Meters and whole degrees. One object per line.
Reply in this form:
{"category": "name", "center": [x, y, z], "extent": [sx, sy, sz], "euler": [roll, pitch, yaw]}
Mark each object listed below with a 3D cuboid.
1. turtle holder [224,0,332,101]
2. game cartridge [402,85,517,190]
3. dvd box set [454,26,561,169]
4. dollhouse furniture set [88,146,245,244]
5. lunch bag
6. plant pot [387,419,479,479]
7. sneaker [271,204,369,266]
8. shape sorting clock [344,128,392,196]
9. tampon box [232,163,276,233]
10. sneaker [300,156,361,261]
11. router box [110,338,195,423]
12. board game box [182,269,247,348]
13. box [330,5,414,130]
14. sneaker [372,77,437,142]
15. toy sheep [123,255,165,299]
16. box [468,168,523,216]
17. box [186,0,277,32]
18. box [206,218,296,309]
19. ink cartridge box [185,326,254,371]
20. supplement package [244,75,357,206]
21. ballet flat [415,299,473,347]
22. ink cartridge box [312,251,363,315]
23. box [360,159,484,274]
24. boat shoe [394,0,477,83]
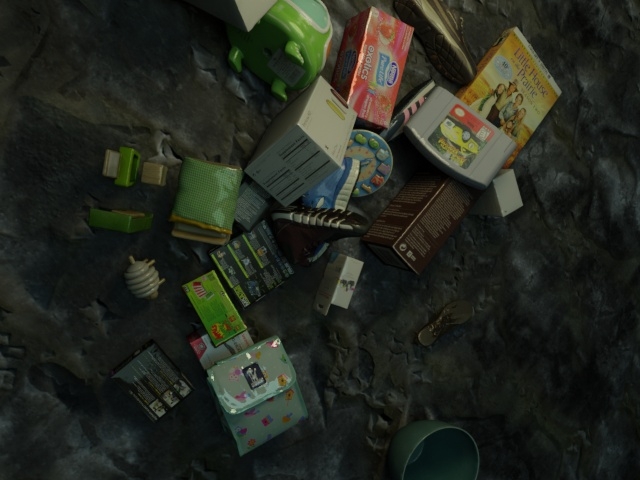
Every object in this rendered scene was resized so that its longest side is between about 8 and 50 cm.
{"category": "turtle holder", "center": [-0.119, -0.539, 1.337], "extent": [0.321, 0.243, 0.227], "euler": [26, 64, 13]}
{"category": "game cartridge", "center": [0.393, -0.286, 1.498], "extent": [0.294, 0.060, 0.196], "euler": [38, 79, 4]}
{"category": "dvd box set", "center": [0.607, -0.451, 1.755], "extent": [0.308, 0.062, 0.420], "euler": [43, 78, -23]}
{"category": "dollhouse furniture set", "center": [-0.352, -0.106, 1.229], "extent": [0.302, 0.151, 0.197], "euler": [10, 93, 2]}
{"category": "lunch bag", "center": [-0.177, 0.406, 1.417], "extent": [0.224, 0.160, 0.262], "euler": [-22, 116, -23]}
{"category": "plant pot", "center": [0.328, 0.698, 1.678], "extent": [0.291, 0.195, 0.289], "euler": [-3, 97, -25]}
{"category": "sneaker", "center": [0.000, 0.000, 1.392], "extent": [0.106, 0.282, 0.162], "euler": [-28, 123, -54]}
{"category": "shape sorting clock", "center": [0.106, -0.220, 1.513], "extent": [0.206, 0.040, 0.206], "euler": [-2, 122, -4]}
{"category": "tampon box", "center": [-0.190, -0.114, 1.387], "extent": [0.101, 0.120, 0.161], "euler": [43, 78, -21]}
{"category": "sneaker", "center": [-0.001, -0.091, 1.491], "extent": [0.147, 0.130, 0.329], "euler": [21, 98, 5]}
{"category": "router box", "center": [-0.436, 0.367, 1.367], "extent": [0.133, 0.046, 0.178], "euler": [-39, 110, -16]}
{"category": "board game box", "center": [-0.279, 0.180, 1.378], "extent": [0.092, 0.043, 0.181], "euler": [-28, 79, -19]}
{"category": "box", "center": [0.135, -0.474, 1.487], "extent": [0.154, 0.142, 0.299], "euler": [15, 89, -26]}
{"category": "sneaker", "center": [0.265, -0.347, 1.579], "extent": [0.319, 0.112, 0.131], "euler": [-44, 109, -13]}
{"category": "toy sheep", "center": [-0.446, 0.093, 1.312], "extent": [0.091, 0.091, 0.132], "euler": [-31, 113, -19]}
{"category": "box", "center": [0.548, -0.156, 1.700], "extent": [0.091, 0.170, 0.130], "euler": [-27, 107, -20]}
{"category": "box", "center": [-0.240, -0.655, 1.172], "extent": [0.215, 0.345, 0.168], "euler": [-50, 157, -12]}
{"category": "box", "center": [-0.188, 0.064, 1.451], "extent": [0.184, 0.045, 0.190], "euler": [-34, 109, -16]}
{"category": "ink cartridge box", "center": [-0.270, 0.275, 1.425], "extent": [0.151, 0.063, 0.109], "euler": [-30, 107, -19]}
{"category": "supplement package", "center": [-0.043, -0.253, 1.325], "extent": [0.145, 0.204, 0.261], "euler": [41, 39, -21]}
{"category": "ballet flat", "center": [0.410, 0.281, 1.753], "extent": [0.250, 0.058, 0.084], "euler": [-33, 73, -24]}
{"category": "ink cartridge box", "center": [0.049, 0.132, 1.535], "extent": [0.062, 0.104, 0.181], "euler": [22, 87, -25]}
{"category": "box", "center": [0.318, -0.090, 1.591], "extent": [0.143, 0.191, 0.381], "euler": [44, 78, -24]}
{"category": "boat shoe", "center": [0.379, -0.640, 1.590], "extent": [0.130, 0.132, 0.355], "euler": [-49, 114, -12]}
